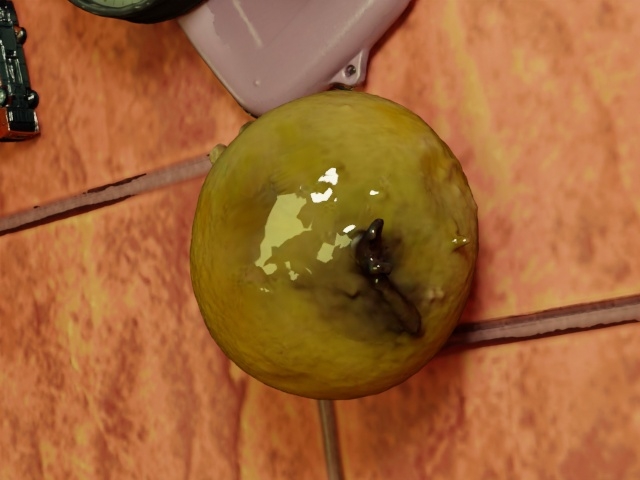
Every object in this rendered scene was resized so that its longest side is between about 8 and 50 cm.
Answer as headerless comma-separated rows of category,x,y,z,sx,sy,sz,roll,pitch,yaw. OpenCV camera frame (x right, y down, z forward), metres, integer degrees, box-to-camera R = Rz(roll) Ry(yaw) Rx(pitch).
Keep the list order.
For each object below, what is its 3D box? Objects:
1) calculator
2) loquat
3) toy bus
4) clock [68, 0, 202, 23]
calculator,-0.045,-0.215,0.988,0.194,0.043,0.294,-42,66,33
loquat,0.000,0.000,0.883,0.204,0.149,0.172,24,108,54
toy bus,-0.238,-0.125,1.170,0.043,0.031,0.110,-23,74,42
clock,-0.122,-0.230,0.999,0.184,0.040,0.184,5,98,39
